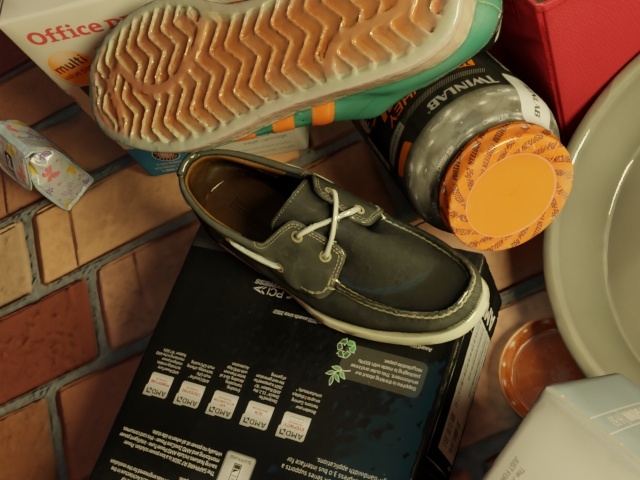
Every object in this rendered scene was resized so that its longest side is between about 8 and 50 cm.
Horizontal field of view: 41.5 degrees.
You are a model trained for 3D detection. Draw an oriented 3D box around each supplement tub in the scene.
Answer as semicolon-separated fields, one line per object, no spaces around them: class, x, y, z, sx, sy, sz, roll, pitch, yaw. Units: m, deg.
supplement tub;0.097;-0.083;0.622;0.117;0.117;0.190;-33;40;3

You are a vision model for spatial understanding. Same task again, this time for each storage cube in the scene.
storage cube;0.205;-0.212;0.625;0.215;0.193;0.184;-31;57;6

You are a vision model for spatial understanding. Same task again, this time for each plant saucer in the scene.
plant saucer;0.167;0.093;0.589;0.083;0.013;0.083;-9;62;18

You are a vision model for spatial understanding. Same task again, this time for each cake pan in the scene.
cake pan;0.273;-0.011;0.506;0.293;0.054;0.293;-21;60;42

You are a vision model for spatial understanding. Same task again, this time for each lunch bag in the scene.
lunch bag;-0.275;-0.075;0.816;0.071;0.083;0.053;35;80;32

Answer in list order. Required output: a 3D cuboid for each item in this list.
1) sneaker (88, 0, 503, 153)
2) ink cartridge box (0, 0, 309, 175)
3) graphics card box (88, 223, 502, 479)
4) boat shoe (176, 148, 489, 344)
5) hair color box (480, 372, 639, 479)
sneaker;-0.021;-0.117;0.575;0.302;0.121;0.108;-6;88;32
ink cartridge box;-0.124;-0.193;0.726;0.171;0.233;0.168;-8;62;19
graphics card box;-0.037;0.166;0.587;0.232;0.094;0.371;10;69;26
boat shoe;0.000;0.000;0.562;0.233;0.079;0.084;25;71;29
hair color box;0.221;0.251;0.388;0.374;0.113;0.185;41;111;33
